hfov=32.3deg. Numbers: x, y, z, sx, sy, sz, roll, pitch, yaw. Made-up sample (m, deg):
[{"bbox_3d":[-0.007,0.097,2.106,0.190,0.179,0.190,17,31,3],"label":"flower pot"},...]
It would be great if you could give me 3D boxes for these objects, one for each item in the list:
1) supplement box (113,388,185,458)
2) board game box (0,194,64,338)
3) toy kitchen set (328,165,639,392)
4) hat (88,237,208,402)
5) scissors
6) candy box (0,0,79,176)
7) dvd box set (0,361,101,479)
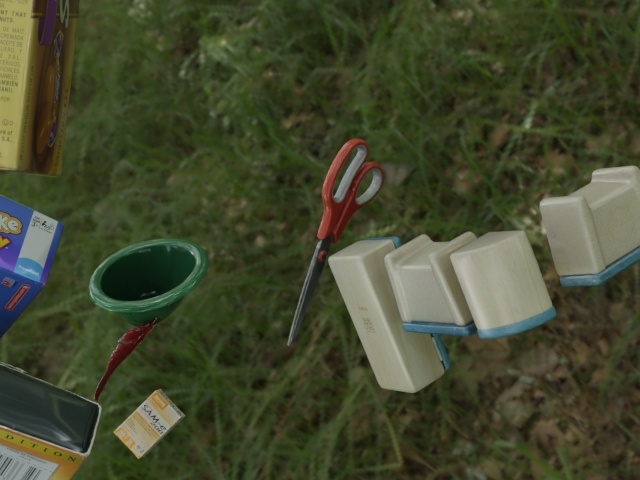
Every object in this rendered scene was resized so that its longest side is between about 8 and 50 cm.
[{"bbox_3d":[-0.277,0.297,1.790,0.098,0.062,0.036,-45,-8,1],"label":"supplement box"},{"bbox_3d":[-0.434,0.051,1.075,0.347,0.233,0.078,-41,31,41],"label":"board game box"},{"bbox_3d":[0.142,0.033,0.857,0.166,0.122,0.207,-28,12,-28],"label":"toy kitchen set"},{"bbox_3d":[-0.251,0.120,1.679,0.209,0.183,0.173,-5,35,12],"label":"hat"},{"bbox_3d":[0.000,0.000,1.528,0.021,0.109,0.297,26,84,38],"label":"scissors"},{"bbox_3d":[-0.163,-0.130,0.589,0.109,0.053,0.186,-160,78,-88],"label":"candy box"},{"bbox_3d":[-0.428,0.226,1.059,0.420,0.308,0.062,-51,23,41],"label":"dvd box set"}]
